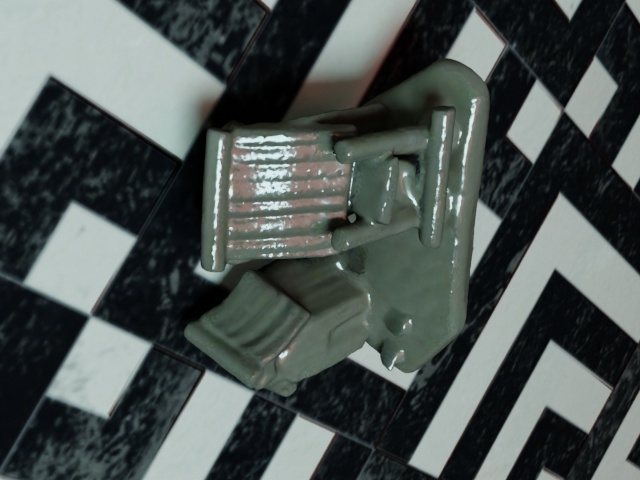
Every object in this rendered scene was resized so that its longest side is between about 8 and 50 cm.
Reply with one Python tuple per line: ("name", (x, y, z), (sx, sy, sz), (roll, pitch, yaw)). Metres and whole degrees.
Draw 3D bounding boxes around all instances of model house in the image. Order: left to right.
("model house", (-0.001, -0.004, 0.706), (0.188, 0.122, 0.229), (-13, 121, -37))
